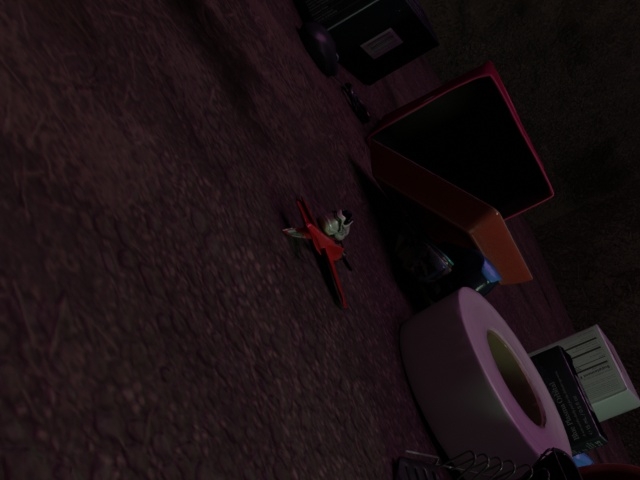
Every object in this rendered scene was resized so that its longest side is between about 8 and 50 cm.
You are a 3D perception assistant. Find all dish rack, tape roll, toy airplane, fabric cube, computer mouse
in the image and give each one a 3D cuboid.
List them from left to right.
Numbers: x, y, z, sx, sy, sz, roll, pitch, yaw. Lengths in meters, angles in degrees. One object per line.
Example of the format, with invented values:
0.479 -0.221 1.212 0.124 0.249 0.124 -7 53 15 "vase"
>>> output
0.000 0.000 1.028 0.151 0.028 0.151 54 17 -25 "toy airplane"
0.037 -0.298 1.589 0.242 0.041 0.071 48 21 -44 "computer mouse"
0.267 -0.166 1.705 0.259 0.254 0.258 61 17 -9 "fabric cube"
0.227 0.209 1.222 0.286 0.100 0.286 49 20 -25 "tape roll"
0.200 0.314 0.948 0.272 0.074 0.208 20 38 -36 "dish rack"

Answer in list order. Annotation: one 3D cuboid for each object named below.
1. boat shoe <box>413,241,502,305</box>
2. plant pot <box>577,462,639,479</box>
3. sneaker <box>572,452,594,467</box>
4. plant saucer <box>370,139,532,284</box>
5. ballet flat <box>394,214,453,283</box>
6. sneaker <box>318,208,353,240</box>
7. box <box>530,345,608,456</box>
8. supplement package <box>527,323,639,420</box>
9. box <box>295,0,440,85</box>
0.197 0.056 1.420 0.109 0.089 0.258 49 -7 2 "boat shoe"
0.375 0.451 1.101 0.265 0.272 0.272 57 15 -49 "plant pot"
0.535 0.503 1.807 0.209 0.069 0.082 55 22 -25 "sneaker"
0.201 -0.031 1.442 0.258 0.047 0.259 34 -8 35 "plant saucer"
0.145 0.015 1.381 0.070 0.070 0.188 57 3 -20 "ballet flat"
0.028 -0.022 1.134 0.032 0.037 0.083 64 15 9 "sneaker"
0.348 0.274 1.429 0.093 0.158 0.156 35 32 -60 "box"
0.534 0.302 1.874 0.262 0.204 0.145 33 34 -61 "supplement package"
0.057 -0.515 1.746 0.312 0.179 0.343 65 16 13 "box"
